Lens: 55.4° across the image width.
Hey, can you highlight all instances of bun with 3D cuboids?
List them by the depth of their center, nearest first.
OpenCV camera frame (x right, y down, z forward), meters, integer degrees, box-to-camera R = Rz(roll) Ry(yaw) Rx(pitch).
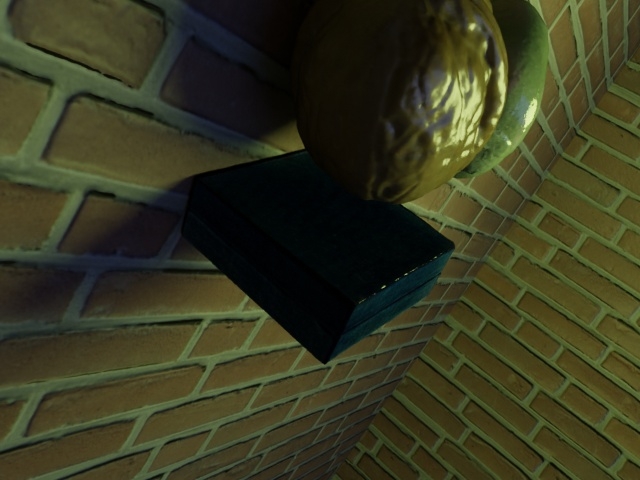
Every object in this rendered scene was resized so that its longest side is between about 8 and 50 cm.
[{"bbox_3d":[0.214,-0.253,0.970,0.187,0.293,0.293,11,124,-17],"label":"bun"}]

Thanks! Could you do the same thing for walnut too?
[{"bbox_3d":[0.094,-0.204,0.766,0.277,0.252,0.313,-38,152,-26],"label":"walnut"}]

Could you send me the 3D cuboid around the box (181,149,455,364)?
[{"bbox_3d":[0.000,0.000,0.847,0.261,0.279,0.116,-23,145,-47],"label":"box"}]
